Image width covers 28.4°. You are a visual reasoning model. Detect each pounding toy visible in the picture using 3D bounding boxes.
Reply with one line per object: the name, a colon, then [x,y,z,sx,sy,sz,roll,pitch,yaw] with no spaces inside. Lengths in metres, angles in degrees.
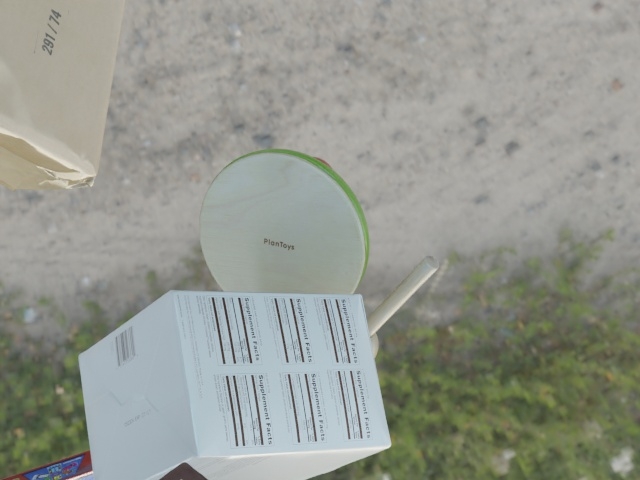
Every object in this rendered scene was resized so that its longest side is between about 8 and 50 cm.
pounding toy: [0.000,0.000,1.301,0.183,0.237,0.110,-56,172,29]

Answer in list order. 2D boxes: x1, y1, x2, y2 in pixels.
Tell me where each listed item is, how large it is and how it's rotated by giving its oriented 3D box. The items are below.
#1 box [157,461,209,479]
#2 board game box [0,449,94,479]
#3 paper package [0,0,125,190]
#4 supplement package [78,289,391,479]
box: [-0.101,0.280,0.761,0.203,0.168,0.167,-30,136,-38]
board game box: [-0.216,0.255,1.428,0.281,0.027,0.145,-18,159,-4]
paper package: [-0.409,-0.262,1.577,0.168,0.325,0.309,-5,160,34]
supplement package: [-0.082,0.144,1.155,0.203,0.149,0.194,3,158,-36]
